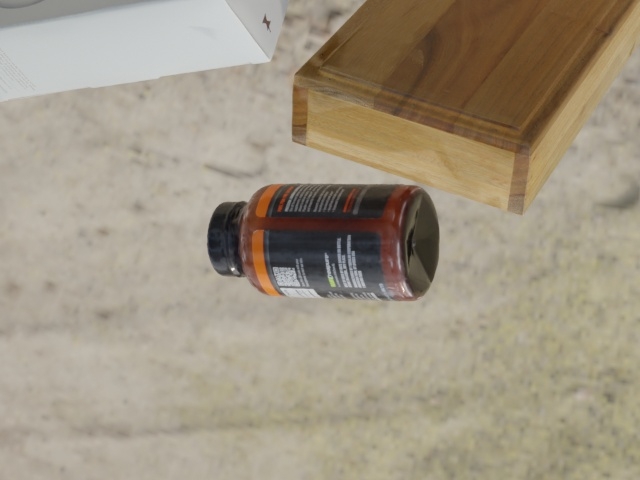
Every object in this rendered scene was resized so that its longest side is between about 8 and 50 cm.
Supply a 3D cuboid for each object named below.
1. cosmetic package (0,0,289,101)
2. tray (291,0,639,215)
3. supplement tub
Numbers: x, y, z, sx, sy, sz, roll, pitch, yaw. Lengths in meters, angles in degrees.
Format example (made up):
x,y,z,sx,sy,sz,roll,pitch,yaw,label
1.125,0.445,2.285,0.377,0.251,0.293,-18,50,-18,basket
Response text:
x,y,z,sx,sy,sz,roll,pitch,yaw,label
-0.137,-0.305,1.430,0.284,0.377,0.097,-4,144,27,cosmetic package
0.160,-0.189,1.452,0.203,0.411,0.076,19,133,20,tray
0.000,0.000,1.504,0.198,0.106,0.106,2,138,24,supplement tub
